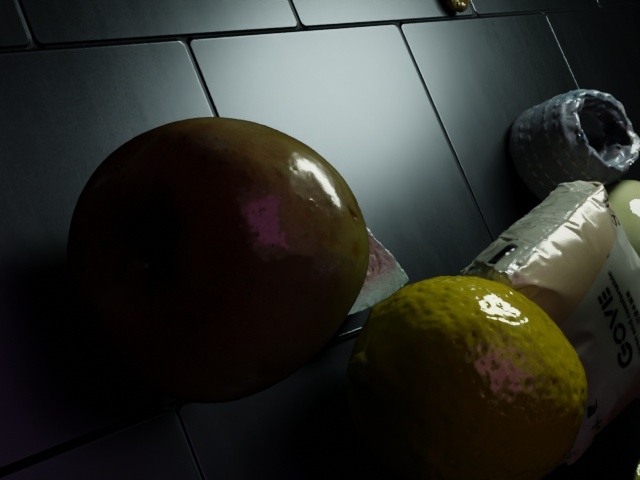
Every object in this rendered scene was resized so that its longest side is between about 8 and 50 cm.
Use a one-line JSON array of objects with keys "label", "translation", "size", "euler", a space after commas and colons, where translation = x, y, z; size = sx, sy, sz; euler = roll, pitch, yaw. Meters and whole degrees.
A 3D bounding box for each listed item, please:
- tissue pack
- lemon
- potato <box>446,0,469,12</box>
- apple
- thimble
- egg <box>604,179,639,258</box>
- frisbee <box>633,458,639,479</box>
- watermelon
[{"label": "tissue pack", "translation": [0.420, 0.124, 1.706], "size": [0.390, 0.195, 0.376], "euler": [-40, 107, -32]}, {"label": "lemon", "translation": [0.201, 0.204, 1.402], "size": [0.336, 0.336, 0.336], "euler": [19, 58, -34]}, {"label": "potato", "translation": [0.262, -0.482, 1.976], "size": [0.051, 0.040, 0.083], "euler": [-16, 82, -50]}, {"label": "apple", "translation": [-0.114, 0.015, 1.208], "size": [0.305, 0.338, 0.339], "euler": [0, 69, -59]}, {"label": "thimble", "translation": [0.491, -0.180, 1.941], "size": [0.236, 0.172, 0.205], "euler": [2, 71, -42]}, {"label": "egg", "translation": [0.583, -0.013, 1.928], "size": [0.188, 0.188, 0.254], "euler": [42, 36, -18]}, {"label": "frisbee", "translation": [0.652, 0.495, 1.862], "size": [0.236, 0.017, 0.236], "euler": [19, 59, -34]}, {"label": "watermelon", "translation": [0.000, 0.000, 1.493], "size": [0.154, 0.094, 0.241], "euler": [-28, 88, -35]}]
